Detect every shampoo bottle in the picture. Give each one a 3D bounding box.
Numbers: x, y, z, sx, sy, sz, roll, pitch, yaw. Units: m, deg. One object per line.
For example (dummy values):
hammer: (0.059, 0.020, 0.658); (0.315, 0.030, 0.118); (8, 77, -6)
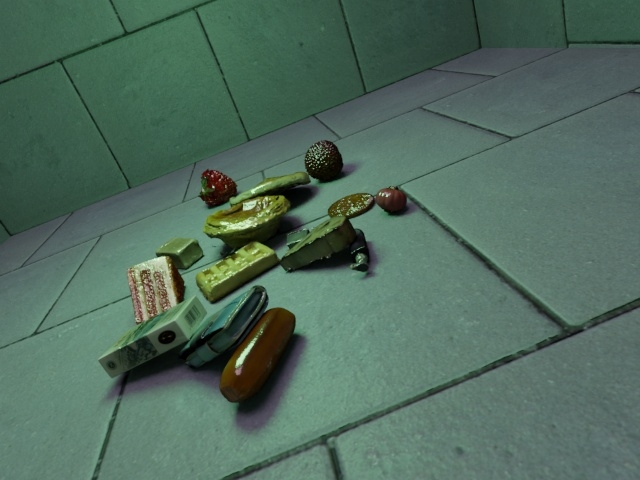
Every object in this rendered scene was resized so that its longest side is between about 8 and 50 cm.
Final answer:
shampoo bottle: (0.113, 0.031, 1.354); (0.064, 0.057, 0.207); (-18, 25, 7)

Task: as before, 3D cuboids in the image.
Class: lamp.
lamp: (0.244, -0.141, 1.552); (0.108, 0.092, 0.107); (11, 9, -2)

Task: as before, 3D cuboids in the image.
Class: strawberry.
strawberry: (-0.532, -0.274, 2.340); (0.202, 0.186, 0.184); (-3, -6, -29)

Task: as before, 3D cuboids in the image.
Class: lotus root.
lotus root: (0.000, 0.000, 1.424); (0.261, 0.074, 0.170); (-24, 21, 40)

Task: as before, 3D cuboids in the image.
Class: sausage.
sausage: (-0.140, 0.260, 1.051); (0.105, 0.105, 0.274); (-8, 26, 26)

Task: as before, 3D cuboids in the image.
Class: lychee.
lychee: (0.012, -0.364, 2.066); (0.188, 0.188, 0.188); (-17, 26, 9)

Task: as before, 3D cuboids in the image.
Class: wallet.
wallet: (-0.250, 0.221, 1.144); (0.250, 0.075, 0.176); (-34, 16, 41)

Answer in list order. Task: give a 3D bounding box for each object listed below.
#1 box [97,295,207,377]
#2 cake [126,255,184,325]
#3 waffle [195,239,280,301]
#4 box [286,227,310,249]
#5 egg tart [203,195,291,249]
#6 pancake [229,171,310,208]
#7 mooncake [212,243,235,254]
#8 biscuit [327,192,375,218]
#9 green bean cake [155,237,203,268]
box: (-0.458, 0.262, 1.246); (0.257, 0.069, 0.164); (-27, 13, 11)
cake: (-0.542, 0.166, 1.478); (0.158, 0.159, 0.262); (-21, 27, -7)
waffle: (-0.286, 0.097, 1.532); (0.274, 0.057, 0.168); (-31, 27, -20)
box: (-0.072, 0.005, 1.552); (0.085, 0.060, 0.063); (-16, 31, 9)
egg tart: (-0.274, -0.065, 1.742); (0.352, 0.150, 0.352); (-14, 22, 6)
pancake: (-0.231, -0.227, 2.011); (0.387, 0.082, 0.387); (-20, 3, 1)
mooncake: (-0.473, 0.088, 1.633); (0.347, 0.057, 0.150); (-21, 18, 32)
biscuit: (0.115, -0.136, 1.718); (0.188, 0.027, 0.188); (-18, 26, 9)
green bean cake: (-0.568, 0.049, 1.815); (0.179, 0.085, 0.109); (0, 34, 40)
